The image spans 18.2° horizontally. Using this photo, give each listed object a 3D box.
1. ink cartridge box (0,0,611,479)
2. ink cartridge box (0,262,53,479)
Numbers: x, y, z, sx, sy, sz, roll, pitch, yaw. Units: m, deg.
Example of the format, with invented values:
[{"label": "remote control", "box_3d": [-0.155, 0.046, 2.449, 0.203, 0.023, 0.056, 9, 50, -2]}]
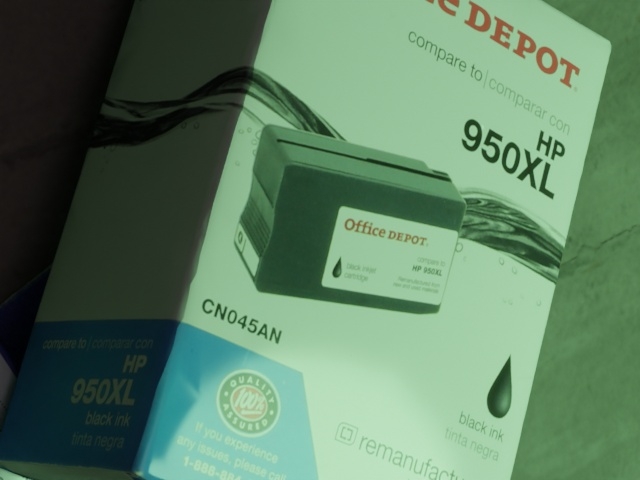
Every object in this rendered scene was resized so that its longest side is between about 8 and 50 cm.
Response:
[{"label": "ink cartridge box", "box_3d": [0.000, 0.000, 1.273, 0.285, 0.166, 0.395, 26, 71, -35]}, {"label": "ink cartridge box", "box_3d": [-0.189, 0.231, 1.262, 0.330, 0.071, 0.324, -40, 112, -22]}]
